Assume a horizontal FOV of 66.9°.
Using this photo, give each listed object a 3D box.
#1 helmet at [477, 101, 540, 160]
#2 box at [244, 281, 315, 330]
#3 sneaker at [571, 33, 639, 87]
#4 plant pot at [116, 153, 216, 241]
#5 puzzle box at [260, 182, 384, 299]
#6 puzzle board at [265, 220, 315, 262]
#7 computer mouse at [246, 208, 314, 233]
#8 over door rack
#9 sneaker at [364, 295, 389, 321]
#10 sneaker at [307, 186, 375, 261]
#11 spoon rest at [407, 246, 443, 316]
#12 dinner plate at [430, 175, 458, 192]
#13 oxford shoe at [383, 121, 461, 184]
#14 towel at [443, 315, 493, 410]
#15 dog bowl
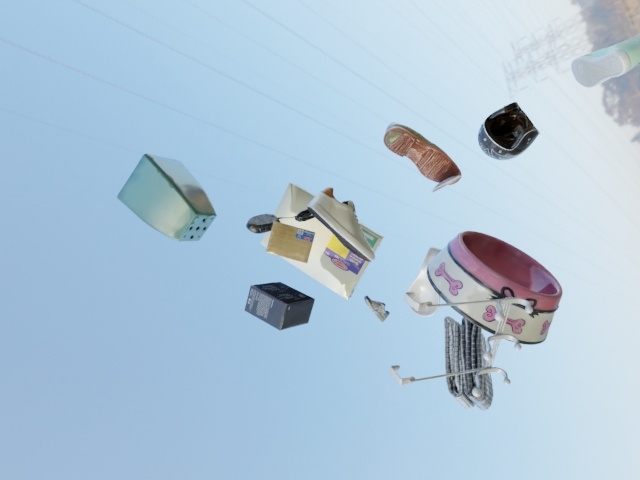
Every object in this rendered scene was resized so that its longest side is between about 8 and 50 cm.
[{"bbox_3d":[0.575,-0.328,1.505,0.169,0.161,0.169,39,-151,-26],"label":"helmet"},{"bbox_3d":[-0.131,0.207,1.559,0.156,0.158,0.093,0,-71,-57],"label":"box"},{"bbox_3d":[0.839,-0.514,1.374,0.094,0.151,0.256,62,-179,-14],"label":"sneaker"},{"bbox_3d":[-0.437,-0.111,1.440,0.234,0.165,0.165,43,-165,15],"label":"plant pot"},{"bbox_3d":[0.000,0.000,1.799,0.408,0.272,0.052,32,-163,14],"label":"puzzle box"},{"bbox_3d":[-0.088,0.005,1.425,0.011,0.128,0.097,-85,11,-82],"label":"puzzle board"},{"bbox_3d":[-0.122,-0.062,1.568,0.242,0.071,0.041,-10,-56,-16],"label":"computer mouse"},{"bbox_3d":[0.352,0.259,1.194,0.324,0.108,0.240,3,-69,-12],"label":"over door rack"},{"bbox_3d":[0.226,0.261,1.935,0.135,0.058,0.052,49,-179,-20],"label":"sneaker"},{"bbox_3d":[0.098,-0.054,1.556,0.290,0.106,0.123,45,-102,-20],"label":"sneaker"},{"bbox_3d":[0.414,0.162,1.886,0.084,0.137,0.277,-1,-77,-55],"label":"spoon rest"},{"bbox_3d":[0.531,-0.245,2.069,0.141,0.141,0.017,-21,-100,-51],"label":"dinner plate"},{"bbox_3d":[0.454,-0.391,2.107,0.397,0.140,0.147,34,-142,-15],"label":"oxford shoe"},{"bbox_3d":[0.512,0.415,1.649,0.235,0.121,0.284,43,-135,-50],"label":"towel"},{"bbox_3d":[0.537,0.120,1.469,0.407,0.150,0.408,19,-154,-10],"label":"dog bowl"}]
